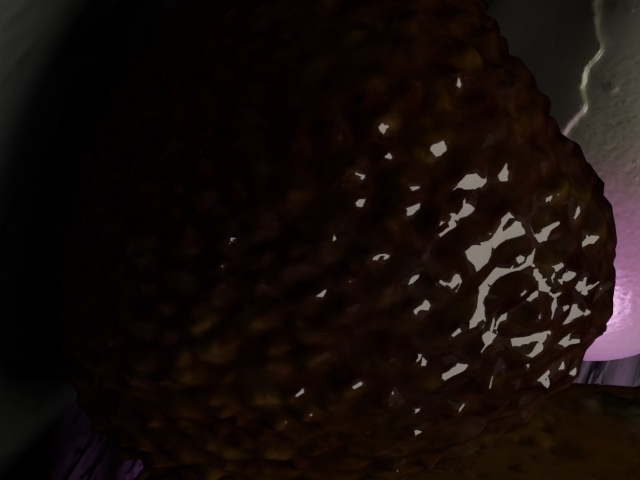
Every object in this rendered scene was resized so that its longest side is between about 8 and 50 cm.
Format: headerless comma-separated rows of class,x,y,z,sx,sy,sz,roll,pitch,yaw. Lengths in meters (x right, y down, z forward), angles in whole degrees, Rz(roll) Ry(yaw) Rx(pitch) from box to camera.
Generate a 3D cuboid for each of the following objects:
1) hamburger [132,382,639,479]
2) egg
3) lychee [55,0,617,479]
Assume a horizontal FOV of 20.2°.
hamburger,0.010,0.210,0.655,0.445,0.287,0.268,-46,149,-58
egg,0.142,-0.047,0.938,0.183,0.183,0.217,-59,155,-31
lychee,0.002,-0.005,0.606,0.194,0.194,0.194,-54,155,-40
